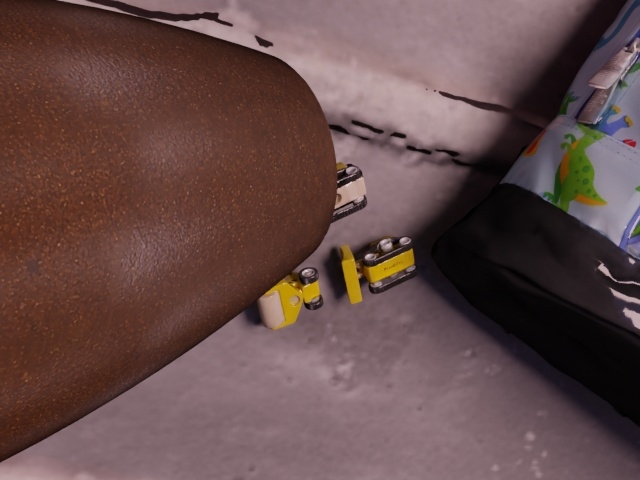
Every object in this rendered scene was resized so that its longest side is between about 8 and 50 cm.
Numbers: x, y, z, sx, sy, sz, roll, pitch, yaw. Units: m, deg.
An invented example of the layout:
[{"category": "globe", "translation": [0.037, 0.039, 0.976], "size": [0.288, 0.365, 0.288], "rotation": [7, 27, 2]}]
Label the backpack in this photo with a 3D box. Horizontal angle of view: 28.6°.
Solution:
[{"category": "backpack", "translation": [0.286, -0.059, 0.719], "size": [0.290, 0.273, 0.355], "rotation": [38, 74, -23]}]

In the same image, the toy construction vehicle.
[{"category": "toy construction vehicle", "translation": [0.000, 0.000, 0.701], "size": [0.098, 0.035, 0.086], "rotation": [-26, 126, -15]}]

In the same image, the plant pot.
[{"category": "plant pot", "translation": [-0.114, -0.019, 0.555], "size": [0.230, 0.215, 0.215], "rotation": [-15, 112, -38]}]
